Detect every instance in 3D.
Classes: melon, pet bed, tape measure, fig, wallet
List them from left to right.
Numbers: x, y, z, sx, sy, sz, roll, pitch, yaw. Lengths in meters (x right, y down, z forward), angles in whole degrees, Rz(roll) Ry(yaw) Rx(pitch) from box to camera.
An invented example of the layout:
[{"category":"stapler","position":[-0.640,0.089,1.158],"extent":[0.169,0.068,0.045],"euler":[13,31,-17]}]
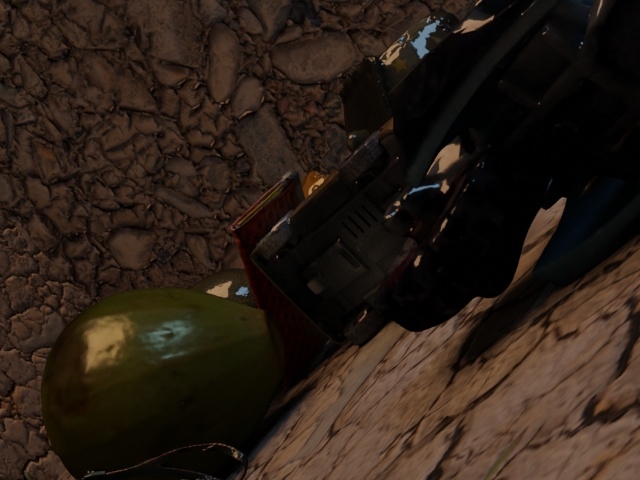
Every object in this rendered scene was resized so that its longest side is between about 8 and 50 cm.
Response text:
[{"category":"tape measure","position":[-0.156,0.221,1.154],"extent":[0.180,0.104,0.107],"euler":[-45,0,5]},{"category":"fig","position":[-0.152,0.140,1.299],"extent":[0.230,0.207,0.207],"euler":[-31,12,38]},{"category":"melon","position":[-0.092,0.077,1.425],"extent":[0.131,0.098,0.098],"euler":[-14,27,51]},{"category":"wallet","position":[-0.031,0.040,1.372],"extent":[0.020,0.196,0.103],"euler":[11,40,35]},{"category":"pet bed","position":[0.114,-0.139,1.565],"extent":[0.159,0.183,0.211],"euler":[-44,3,-10]}]

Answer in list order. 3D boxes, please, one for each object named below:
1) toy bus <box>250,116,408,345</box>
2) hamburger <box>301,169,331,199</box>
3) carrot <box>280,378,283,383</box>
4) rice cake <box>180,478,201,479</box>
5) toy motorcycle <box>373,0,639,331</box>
[{"category":"toy bus","position":[0.068,-0.027,1.222],"extent":[0.157,0.139,0.289],"euler":[-47,2,-36]},{"category":"hamburger","position":[0.000,0.000,1.672],"extent":[0.131,0.124,0.262],"euler":[-53,-1,-8]},{"category":"carrot","position":[-0.046,0.114,1.482],"extent":[0.314,0.066,0.066],"euler":[-47,4,-16]},{"category":"rice cake","position":[-0.167,0.285,1.007],"extent":[0.290,0.051,0.081],"euler":[-49,-4,-34]},{"category":"toy motorcycle","position":[0.162,-0.113,0.820],"extent":[0.416,0.172,0.232],"euler":[-53,3,44]}]
